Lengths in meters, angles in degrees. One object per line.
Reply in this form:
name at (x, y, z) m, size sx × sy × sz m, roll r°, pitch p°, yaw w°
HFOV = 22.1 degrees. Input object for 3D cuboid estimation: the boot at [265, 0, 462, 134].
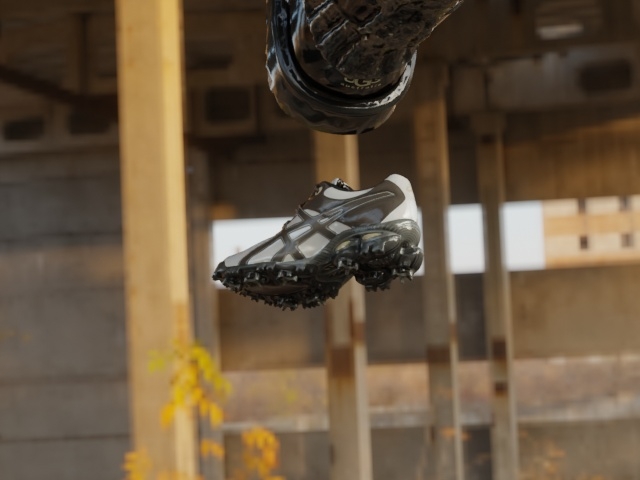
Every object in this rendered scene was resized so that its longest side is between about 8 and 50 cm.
boot at (0.038, -0.265, 1.059) m, size 0.131 × 0.348 × 0.260 m, roll -3°, pitch -22°, yaw -15°

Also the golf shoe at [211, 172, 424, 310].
golf shoe at (0.000, 0.000, 1.359) m, size 0.198 × 0.094 × 0.077 m, roll -11°, pitch -31°, yaw 31°
